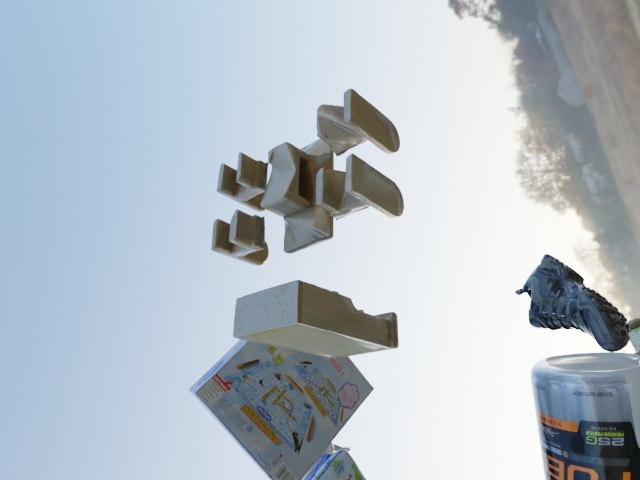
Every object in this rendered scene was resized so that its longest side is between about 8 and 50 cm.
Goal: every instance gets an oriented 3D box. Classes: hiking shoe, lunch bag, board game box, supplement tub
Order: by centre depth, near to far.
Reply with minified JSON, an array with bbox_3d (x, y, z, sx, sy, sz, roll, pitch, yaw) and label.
[{"bbox_3d":[0.479,0.370,0.790,0.207,0.207,0.339,1,-99,-53],"label":"supplement tub"},{"bbox_3d":[0.416,0.122,0.800,0.086,0.114,0.227,28,-157,-16],"label":"hiking shoe"},{"bbox_3d":[-0.075,0.341,1.094,0.318,0.065,0.319,-42,-78,-27],"label":"board game box"},{"bbox_3d":[0.034,0.677,1.259,0.176,0.090,0.219,55,-147,6],"label":"lunch bag"}]

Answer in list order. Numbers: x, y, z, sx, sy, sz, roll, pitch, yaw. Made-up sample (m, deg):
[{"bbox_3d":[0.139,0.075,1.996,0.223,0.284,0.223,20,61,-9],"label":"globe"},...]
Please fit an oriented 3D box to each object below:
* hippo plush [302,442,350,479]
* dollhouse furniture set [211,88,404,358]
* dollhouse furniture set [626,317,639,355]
[{"bbox_3d":[-0.038,0.607,1.482,0.234,0.293,0.237,-111,22,-83],"label":"hippo plush"},{"bbox_3d":[0.000,0.000,0.906,0.256,0.361,0.395,25,-124,-42],"label":"dollhouse furniture set"},{"bbox_3d":[0.739,0.224,0.971,0.101,0.160,0.182,55,-154,-7],"label":"dollhouse furniture set"}]
